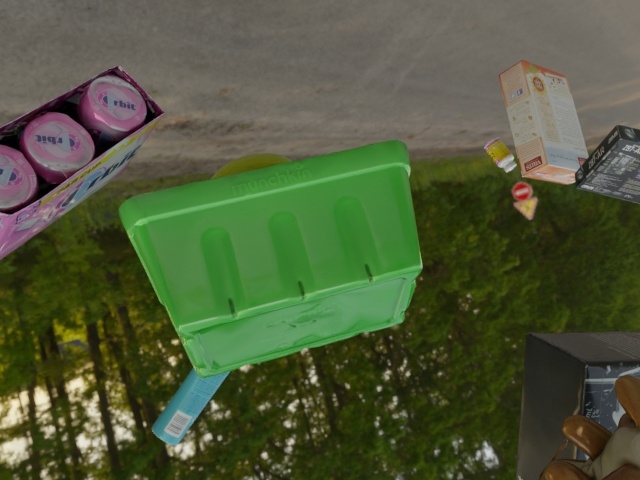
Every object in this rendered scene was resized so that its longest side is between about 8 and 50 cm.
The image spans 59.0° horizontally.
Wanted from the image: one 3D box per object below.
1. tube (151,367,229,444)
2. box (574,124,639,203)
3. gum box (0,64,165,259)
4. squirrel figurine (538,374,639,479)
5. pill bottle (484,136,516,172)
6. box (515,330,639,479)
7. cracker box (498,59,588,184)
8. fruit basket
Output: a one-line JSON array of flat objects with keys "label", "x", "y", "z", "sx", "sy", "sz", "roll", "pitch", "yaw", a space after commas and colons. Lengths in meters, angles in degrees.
[{"label": "tube", "x": -0.201, "y": 0.243, "z": 0.952, "sx": 0.207, "sy": 0.052, "sz": 0.080, "roll": -54, "pitch": 143, "yaw": -5}, {"label": "box", "x": 0.277, "y": -0.062, "z": 0.490, "sx": 0.083, "sy": 0.018, "sz": 0.067, "roll": 12, "pitch": 146, "yaw": -3}, {"label": "gum box", "x": -0.232, "y": -0.062, "z": 0.481, "sx": 0.107, "sy": 0.062, "sz": 0.188, "roll": -34, "pitch": -166, "yaw": 44}, {"label": "squirrel figurine", "x": 0.635, "y": 0.513, "z": 1.106, "sx": 0.370, "sy": 0.397, "sz": 0.281, "roll": 104, "pitch": 12, "yaw": -49}, {"label": "pill bottle", "x": 0.436, "y": -0.206, "z": 1.365, "sx": 0.043, "sy": 0.083, "sz": 0.043, "roll": -30, "pitch": 164, "yaw": -10}, {"label": "box", "x": 0.828, "y": 0.511, "z": 1.546, "sx": 0.472, "sy": 0.479, "sz": 0.297, "roll": 1, "pitch": -174, "yaw": -9}, {"label": "cracker box", "x": 0.460, "y": -0.237, "z": 1.157, "sx": 0.156, "sy": 0.232, "sz": 0.067, "roll": 4, "pitch": 160, "yaw": -35}, {"label": "fruit basket", "x": -0.071, "y": -0.029, "z": 0.797, "sx": 0.392, "sy": 0.392, "sz": 0.283, "roll": -16, "pitch": 149, "yaw": -11}]
